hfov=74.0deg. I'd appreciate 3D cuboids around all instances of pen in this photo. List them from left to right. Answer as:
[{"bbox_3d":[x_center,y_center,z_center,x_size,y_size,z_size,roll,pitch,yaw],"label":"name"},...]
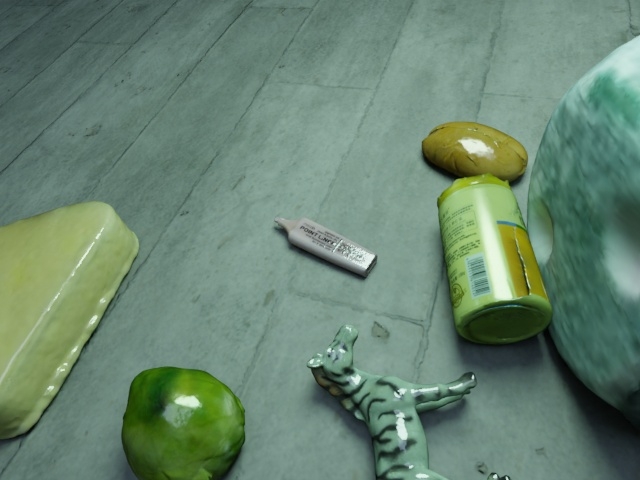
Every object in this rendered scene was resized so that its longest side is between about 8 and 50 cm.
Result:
[{"bbox_3d":[0.000,0.000,0.706,0.197,0.032,0.053,25,62,24],"label":"pen"}]

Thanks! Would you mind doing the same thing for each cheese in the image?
[{"bbox_3d":[-0.491,0.124,0.664,0.384,0.104,0.383,-5,53,7],"label":"cheese"}]

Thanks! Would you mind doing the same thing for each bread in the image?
[{"bbox_3d":[0.269,-0.162,0.749,0.189,0.077,0.114,27,67,24],"label":"bread"}]

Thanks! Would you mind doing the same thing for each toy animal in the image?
[{"bbox_3d":[0.110,0.207,0.504,0.170,0.089,0.255,-29,52,-5],"label":"toy animal"}]

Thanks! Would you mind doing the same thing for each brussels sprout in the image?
[{"bbox_3d":[-0.175,0.225,0.517,0.152,0.122,0.149,-11,50,1],"label":"brussels sprout"}]

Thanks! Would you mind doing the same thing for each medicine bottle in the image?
[{"bbox_3d":[0.234,0.016,0.595,0.124,0.124,0.238,-2,53,9],"label":"medicine bottle"}]

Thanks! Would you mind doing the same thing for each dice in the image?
[{"bbox_3d":[0.433,-0.007,0.432,0.328,0.330,0.348,-4,51,8],"label":"dice"}]
